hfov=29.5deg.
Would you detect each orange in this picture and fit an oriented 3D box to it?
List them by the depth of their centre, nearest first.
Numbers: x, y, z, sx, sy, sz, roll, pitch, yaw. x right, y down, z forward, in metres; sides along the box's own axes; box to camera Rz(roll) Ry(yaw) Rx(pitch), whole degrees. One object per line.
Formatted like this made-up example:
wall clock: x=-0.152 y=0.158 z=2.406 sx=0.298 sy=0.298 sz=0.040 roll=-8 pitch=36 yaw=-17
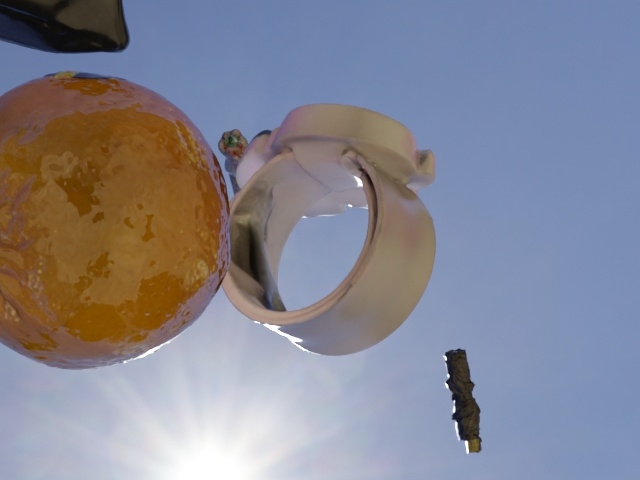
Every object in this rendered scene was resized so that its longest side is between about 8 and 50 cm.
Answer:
orange: x=-0.172 y=-0.014 z=0.883 sx=0.193 sy=0.219 sz=0.219 roll=-45 pitch=-57 yaw=-74

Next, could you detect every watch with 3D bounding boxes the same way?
watch: x=0.000 y=0.000 z=1.243 sx=0.196 sy=0.244 sz=0.231 roll=30 pitch=-118 yaw=-49

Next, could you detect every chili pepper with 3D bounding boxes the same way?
chili pepper: x=-0.103 y=-0.098 z=1.548 sx=0.153 sy=0.041 sz=0.050 roll=78 pitch=-174 yaw=-61

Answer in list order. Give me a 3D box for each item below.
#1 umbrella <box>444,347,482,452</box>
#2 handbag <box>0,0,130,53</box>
umbrella: x=0.197 y=0.221 z=1.673 sx=0.037 sy=0.040 sz=0.144 roll=-9 pitch=-93 yaw=-40
handbag: x=-0.199 y=-0.178 z=0.449 sx=0.254 sy=0.089 sz=0.211 roll=11 pitch=-130 yaw=-36
